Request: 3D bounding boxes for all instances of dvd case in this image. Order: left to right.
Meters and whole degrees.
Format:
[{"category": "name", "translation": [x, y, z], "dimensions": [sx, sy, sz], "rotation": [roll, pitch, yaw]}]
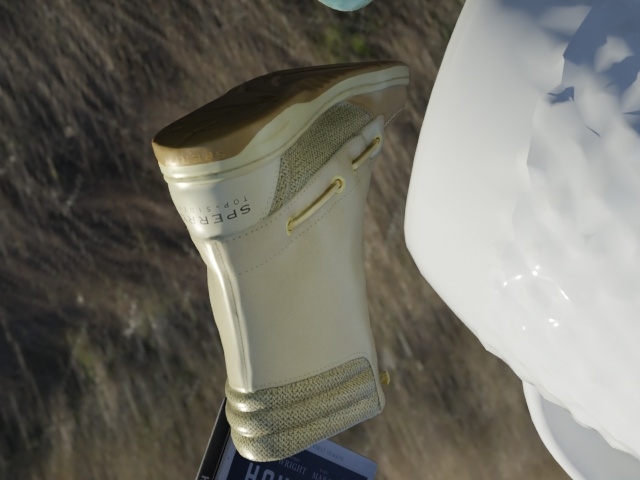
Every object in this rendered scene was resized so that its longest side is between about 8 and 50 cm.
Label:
[{"category": "dvd case", "translation": [-0.050, 0.265, 1.103], "dimensions": [0.029, 0.239, 0.179], "rotation": [5, 161, 44]}]

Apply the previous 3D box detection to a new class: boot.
[{"category": "boot", "translation": [0.000, 0.000, 0.846], "dimensions": [0.095, 0.204, 0.262], "rotation": [-6, -165, 24]}]

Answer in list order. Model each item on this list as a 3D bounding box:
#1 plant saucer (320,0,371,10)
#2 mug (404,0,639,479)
[{"category": "plant saucer", "translation": [0.017, -0.166, 0.627], "dimensions": [0.021, 0.119, 0.119], "rotation": [1, 173, 34]}, {"category": "mug", "translation": [0.211, 0.021, 0.608], "dimensions": [0.374, 0.328, 0.276], "rotation": [97, 20, -44]}]
